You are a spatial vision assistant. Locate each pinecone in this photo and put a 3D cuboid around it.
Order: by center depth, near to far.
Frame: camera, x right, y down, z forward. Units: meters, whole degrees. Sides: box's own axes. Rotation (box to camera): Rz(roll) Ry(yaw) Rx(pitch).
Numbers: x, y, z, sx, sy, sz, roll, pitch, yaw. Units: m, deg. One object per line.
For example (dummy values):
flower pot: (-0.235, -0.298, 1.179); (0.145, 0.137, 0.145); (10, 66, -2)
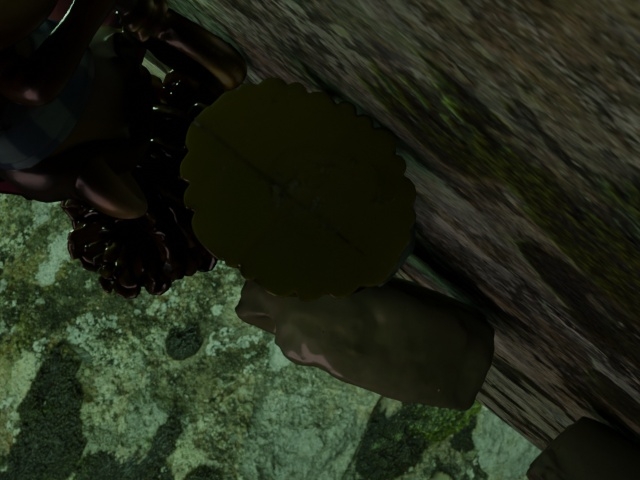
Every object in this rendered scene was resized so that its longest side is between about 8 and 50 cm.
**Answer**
pinecone: (-0.179, -0.060, 1.795); (0.224, 0.272, 0.224); (23, 147, 16)

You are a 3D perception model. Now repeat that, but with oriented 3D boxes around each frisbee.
frisbee: (0.102, 0.008, 1.732); (0.187, 0.012, 0.211); (38, 175, 8)

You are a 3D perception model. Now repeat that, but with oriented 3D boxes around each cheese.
cheese: (0.040, 0.087, 1.808); (0.326, 0.115, 0.318); (21, -177, 41)

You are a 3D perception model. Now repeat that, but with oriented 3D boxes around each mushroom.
mushroom: (0.387, 0.329, 1.813); (0.407, 0.137, 0.154); (34, 162, 33)

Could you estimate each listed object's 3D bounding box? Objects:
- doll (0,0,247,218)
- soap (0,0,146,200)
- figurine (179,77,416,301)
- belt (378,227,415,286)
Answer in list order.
doll: (-0.260, -0.176, 1.417); (0.317, 0.209, 0.340); (2, 148, 30)
soap: (-0.273, -0.172, 1.655); (0.162, 0.250, 0.099); (6, 157, 30)
figurine: (-0.008, -0.011, 1.383); (0.187, 0.168, 0.315); (12, 171, 6)
belt: (0.004, -0.029, 1.624); (0.198, 0.078, 0.151); (33, 166, 16)
